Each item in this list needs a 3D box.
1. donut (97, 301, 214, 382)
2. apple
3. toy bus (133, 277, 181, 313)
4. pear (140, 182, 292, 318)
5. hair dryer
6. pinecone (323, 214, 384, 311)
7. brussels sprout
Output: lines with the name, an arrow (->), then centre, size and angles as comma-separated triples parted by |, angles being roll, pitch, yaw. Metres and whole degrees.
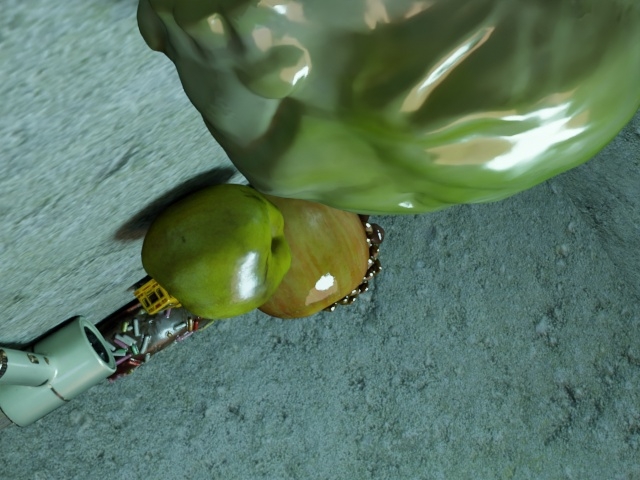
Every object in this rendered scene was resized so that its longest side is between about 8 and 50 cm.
donut -> -0.390, 0.203, 1.762 | 0.345, 0.136, 0.259 | -34, 179, -3
apple -> -0.050, 0.004, 1.322 | 0.242, 0.241, 0.242 | -25, -169, 5
toy bus -> -0.305, 0.099, 1.542 | 0.069, 0.074, 0.162 | -35, 174, 14
pear -> -0.141, 0.015, 1.059 | 0.200, 0.200, 0.200 | -32, 176, -3
hair dryer -> -0.503, 0.219, 1.313 | 0.203, 0.128, 0.362 | -32, 168, -5
pinecone -> -0.010, 0.003, 1.558 | 0.264, 0.264, 0.264 | -32, 176, -3
brussels sprout -> 0.053, -0.138, 0.429 | 0.273, 0.243, 0.316 | -9, 174, 8
